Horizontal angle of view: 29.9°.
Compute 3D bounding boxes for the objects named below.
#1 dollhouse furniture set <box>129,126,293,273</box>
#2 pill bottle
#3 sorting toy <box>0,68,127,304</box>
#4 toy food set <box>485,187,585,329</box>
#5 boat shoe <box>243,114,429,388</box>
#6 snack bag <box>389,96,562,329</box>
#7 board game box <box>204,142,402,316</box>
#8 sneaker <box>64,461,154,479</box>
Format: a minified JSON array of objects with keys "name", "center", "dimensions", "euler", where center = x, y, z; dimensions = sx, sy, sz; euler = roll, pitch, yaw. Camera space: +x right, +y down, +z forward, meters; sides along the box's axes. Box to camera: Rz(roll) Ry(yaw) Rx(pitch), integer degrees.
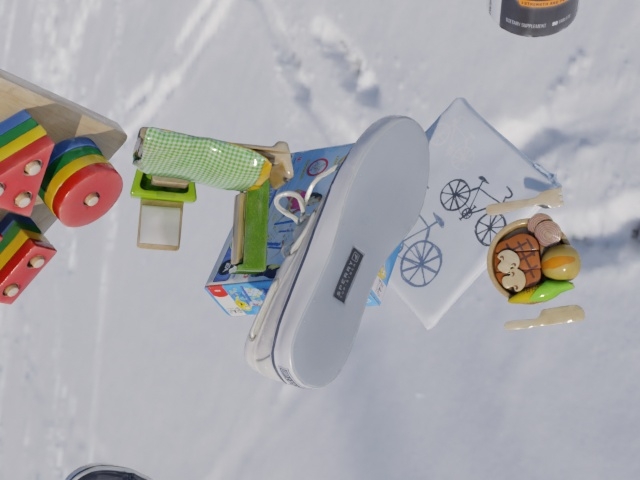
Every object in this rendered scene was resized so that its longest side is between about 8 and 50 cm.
[{"name":"dollhouse furniture set","center":[-0.156,-0.044,1.594],"dimensions":[0.301,0.197,0.151],"euler":[156,118,-78]},{"name":"pill bottle","center":[0.291,-0.399,1.590],"dimensions":[0.246,0.130,0.130],"euler":[84,179,-53]},{"name":"sorting toy","center":[-0.354,-0.043,1.350],"dimensions":[0.255,0.257,0.089],"euler":[-47,66,10]},{"name":"toy food set","center":[0.299,0.027,1.696],"dimensions":[0.038,0.132,0.192],"euler":[19,-120,-72]},{"name":"boat shoe","center":[0.005,0.006,1.477],"dimensions":[0.156,0.136,0.367],"euler":[6,67,46]},{"name":"snack bag","center":[0.220,-0.059,2.110],"dimensions":[0.342,0.037,0.323],"euler":[-49,46,9]},{"name":"board game box","center":[-0.005,-0.024,2.010],"dimensions":[0.301,0.086,0.308],"euler":[-6,46,34]},{"name":"sneaker","center":[-0.175,0.389,1.435],"dimensions":[0.126,0.321,0.127],"euler":[-49,16,-12]}]
